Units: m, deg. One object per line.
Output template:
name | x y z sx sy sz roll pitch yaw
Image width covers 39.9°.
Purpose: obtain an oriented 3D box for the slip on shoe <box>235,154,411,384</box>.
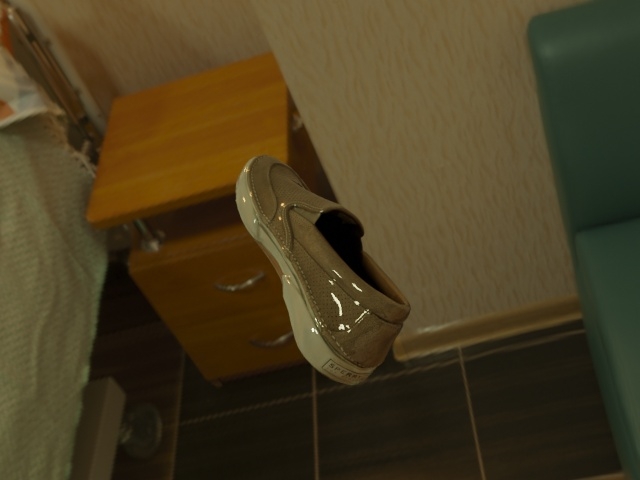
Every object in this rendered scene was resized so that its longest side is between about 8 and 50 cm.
slip on shoe | 0.000 0.000 0.382 0.041 0.051 0.135 -51 35 23
